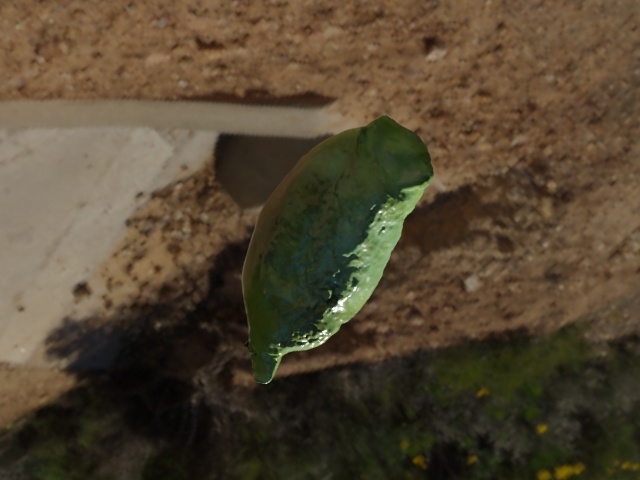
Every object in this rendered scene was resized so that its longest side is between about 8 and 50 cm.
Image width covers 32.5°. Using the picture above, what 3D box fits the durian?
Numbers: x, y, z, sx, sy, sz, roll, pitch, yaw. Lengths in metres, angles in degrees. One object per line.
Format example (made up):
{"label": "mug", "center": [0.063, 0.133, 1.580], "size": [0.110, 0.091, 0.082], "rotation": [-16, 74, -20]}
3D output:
{"label": "durian", "center": [0.000, 0.000, 0.942], "size": [0.101, 0.139, 0.250], "rotation": [30, 116, -20]}
